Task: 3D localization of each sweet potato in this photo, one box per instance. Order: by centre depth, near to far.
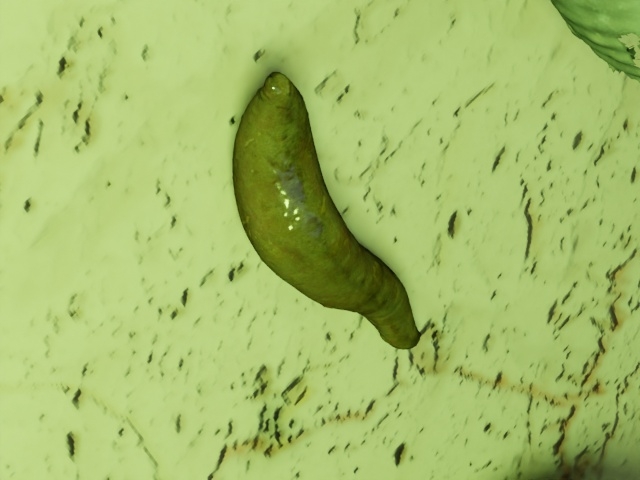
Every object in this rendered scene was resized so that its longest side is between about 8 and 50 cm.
[{"bbox_3d":[0.000,0.003,0.829,0.069,0.059,0.249,-55,137,-23],"label":"sweet potato"}]

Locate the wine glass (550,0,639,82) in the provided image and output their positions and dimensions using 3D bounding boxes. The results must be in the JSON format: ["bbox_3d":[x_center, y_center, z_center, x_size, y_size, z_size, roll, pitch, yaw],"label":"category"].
[{"bbox_3d":[0.156,-0.242,0.764,0.190,0.190,0.357,-53,132,-9],"label":"wine glass"}]
